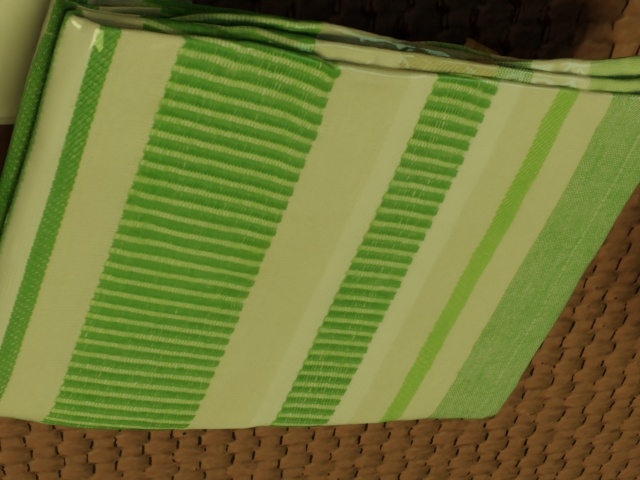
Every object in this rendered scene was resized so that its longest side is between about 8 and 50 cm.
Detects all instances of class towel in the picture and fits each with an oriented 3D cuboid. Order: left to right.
[{"bbox_3d":[0.000,0.000,0.660,0.324,0.038,0.248,2,129,-30],"label":"towel"}]

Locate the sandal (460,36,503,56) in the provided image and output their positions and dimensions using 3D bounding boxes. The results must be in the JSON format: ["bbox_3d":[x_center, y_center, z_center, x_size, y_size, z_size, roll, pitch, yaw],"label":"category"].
[{"bbox_3d":[0.009,-0.022,0.747,0.079,0.088,0.240,28,123,-3],"label":"sandal"}]

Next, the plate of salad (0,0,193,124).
[{"bbox_3d":[-0.154,-0.107,0.579,0.199,0.048,0.200,-1,156,-1],"label":"plate of salad"}]
